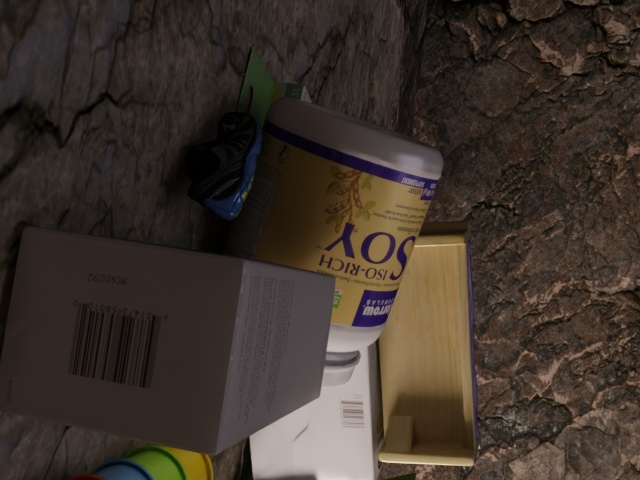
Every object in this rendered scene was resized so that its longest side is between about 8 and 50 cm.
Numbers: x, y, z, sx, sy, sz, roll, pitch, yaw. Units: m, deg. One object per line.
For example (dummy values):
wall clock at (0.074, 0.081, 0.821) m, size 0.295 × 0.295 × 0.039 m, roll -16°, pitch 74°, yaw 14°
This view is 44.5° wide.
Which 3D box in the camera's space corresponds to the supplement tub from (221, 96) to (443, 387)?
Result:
supplement tub at (0.000, 0.000, 1.040) m, size 0.241 × 0.241 × 0.331 m, roll -27°, pitch 137°, yaw -75°

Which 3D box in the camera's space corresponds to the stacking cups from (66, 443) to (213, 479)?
stacking cups at (-0.201, 0.248, 0.740) m, size 0.316 × 0.096 × 0.096 m, roll 29°, pitch 71°, yaw -75°

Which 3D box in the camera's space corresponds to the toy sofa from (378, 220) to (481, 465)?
toy sofa at (0.168, 0.153, 1.224) m, size 0.177 × 0.150 × 0.362 m, roll -20°, pitch 106°, yaw -73°

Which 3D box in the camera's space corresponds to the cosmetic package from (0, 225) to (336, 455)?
cosmetic package at (-0.117, 0.087, 0.758) m, size 0.365 × 0.197 × 0.155 m, roll 17°, pitch 81°, yaw -79°

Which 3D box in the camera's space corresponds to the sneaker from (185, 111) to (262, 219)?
sneaker at (-0.116, -0.101, 0.917) m, size 0.067 × 0.078 × 0.188 m, roll -55°, pitch -160°, yaw 35°

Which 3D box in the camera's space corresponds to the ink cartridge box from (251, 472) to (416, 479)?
ink cartridge box at (0.018, 0.414, 1.306) m, size 0.189 × 0.255 × 0.097 m, roll -42°, pitch 116°, yaw -73°

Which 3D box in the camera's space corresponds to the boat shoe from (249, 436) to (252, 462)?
boat shoe at (-0.103, 0.356, 1.364) m, size 0.035 × 0.035 × 0.100 m, roll -62°, pitch 157°, yaw -57°

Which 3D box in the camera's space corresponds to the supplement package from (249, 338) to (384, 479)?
supplement package at (-0.002, 0.242, 1.268) m, size 0.145 × 0.204 × 0.262 m, roll -45°, pitch 133°, yaw -70°

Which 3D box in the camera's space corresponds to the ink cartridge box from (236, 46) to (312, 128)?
ink cartridge box at (-0.065, -0.155, 1.151) m, size 0.235 × 0.056 × 0.171 m, roll 57°, pitch 44°, yaw -75°
